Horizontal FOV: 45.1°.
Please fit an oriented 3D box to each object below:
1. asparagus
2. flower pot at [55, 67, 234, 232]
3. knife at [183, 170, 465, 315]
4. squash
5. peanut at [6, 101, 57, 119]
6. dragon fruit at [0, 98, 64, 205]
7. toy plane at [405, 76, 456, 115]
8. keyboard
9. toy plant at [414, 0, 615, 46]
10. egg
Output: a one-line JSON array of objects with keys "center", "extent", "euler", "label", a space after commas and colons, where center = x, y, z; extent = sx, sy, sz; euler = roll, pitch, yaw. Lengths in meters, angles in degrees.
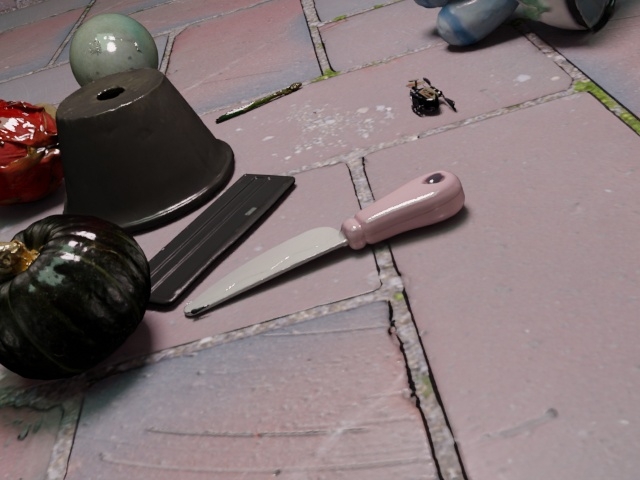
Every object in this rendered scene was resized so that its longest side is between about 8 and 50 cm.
[{"center": [-0.104, -0.235, 1.312], "extent": [0.166, 0.013, 0.016], "euler": [-25, 42, -12], "label": "asparagus"}, {"center": [-0.271, -0.142, 1.103], "extent": [0.269, 0.166, 0.269], "euler": [-13, 29, 7], "label": "flower pot"}, {"center": [0.000, -0.001, 0.859], "extent": [0.336, 0.043, 0.081], "euler": [-22, 25, -2], "label": "knife"}, {"center": [-0.266, 0.053, 0.799], "extent": [0.193, 0.155, 0.193], "euler": [-31, 10, 6], "label": "squash"}, {"center": [-0.582, -0.166, 1.339], "extent": [0.290, 0.130, 0.130], "euler": [-31, 33, -33], "label": "peanut"}, {"center": [-0.481, -0.138, 1.197], "extent": [0.210, 0.172, 0.172], "euler": [2, 35, 49], "label": "dragon fruit"}, {"center": [0.152, -0.211, 1.124], "extent": [0.049, 0.031, 0.120], "euler": [-18, 32, -11], "label": "toy plane"}, {"center": [-0.111, -0.044, 0.994], "extent": [0.104, 0.041, 0.381], "euler": [7, 45, 34], "label": "keyboard"}, {"center": [0.287, -0.440, 1.243], "extent": [0.332, 0.247, 0.247], "euler": [6, 38, 38], "label": "toy plant"}, {"center": [-0.402, -0.355, 1.504], "extent": [0.169, 0.169, 0.236], "euler": [-22, 33, -7], "label": "egg"}]
